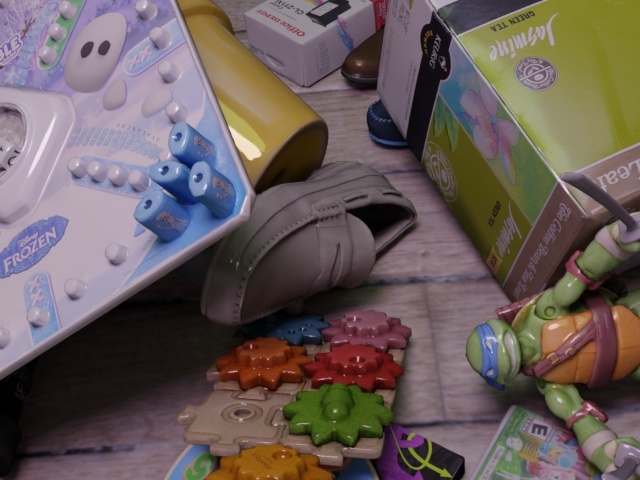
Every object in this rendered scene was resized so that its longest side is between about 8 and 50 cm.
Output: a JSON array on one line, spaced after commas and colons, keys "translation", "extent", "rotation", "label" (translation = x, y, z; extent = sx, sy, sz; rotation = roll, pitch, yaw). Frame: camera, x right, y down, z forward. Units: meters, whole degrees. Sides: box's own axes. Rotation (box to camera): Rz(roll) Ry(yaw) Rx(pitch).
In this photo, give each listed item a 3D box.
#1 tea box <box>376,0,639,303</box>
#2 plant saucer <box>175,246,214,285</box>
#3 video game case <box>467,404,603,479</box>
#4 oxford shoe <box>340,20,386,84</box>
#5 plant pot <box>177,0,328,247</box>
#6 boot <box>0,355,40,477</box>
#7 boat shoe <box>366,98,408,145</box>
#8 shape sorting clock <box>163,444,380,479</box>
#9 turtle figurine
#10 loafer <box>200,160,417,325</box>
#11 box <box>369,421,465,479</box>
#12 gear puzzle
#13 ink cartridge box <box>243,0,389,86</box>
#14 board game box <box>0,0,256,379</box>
[{"translation": [0.280, -0.152, 0.861], "extent": [0.329, 0.220, 0.323], "rotation": [-22, 64, -14], "label": "tea box"}, {"translation": [-0.089, -0.029, 0.975], "extent": [0.195, 0.037, 0.195], "rotation": [-4, 45, 4], "label": "plant saucer"}, {"translation": [0.194, 0.250, 0.671], "extent": [0.193, 0.023, 0.212], "rotation": [22, 53, 26], "label": "video game case"}, {"translation": [0.112, -0.290, 1.160], "extent": [0.227, 0.096, 0.083], "rotation": [-38, 54, -24], "label": "oxford shoe"}, {"translation": [-0.133, -0.112, 0.883], "extent": [0.239, 0.254, 0.254], "rotation": [32, 56, 14], "label": "plant pot"}, {"translation": [-0.420, 0.087, 0.838], "extent": [0.348, 0.131, 0.260], "rotation": [6, 53, -1], "label": "boot"}, {"translation": [0.174, -0.198, 1.064], "extent": [0.258, 0.089, 0.109], "rotation": [-22, 47, -13], "label": "boat shoe"}, {"translation": [-0.046, 0.232, 0.684], "extent": [0.206, 0.040, 0.206], "rotation": [-8, 57, 12], "label": "shape sorting clock"}, {"translation": [0.271, 0.085, 0.677], "extent": [0.266, 0.274, 0.198], "rotation": [-6, 65, -15], "label": "turtle figurine"}, {"translation": [0.000, 0.000, 0.832], "extent": [0.111, 0.112, 0.319], "rotation": [25, 32, 19], "label": "loafer"}, {"translation": [0.027, 0.202, 0.739], "extent": [0.162, 0.029, 0.116], "rotation": [20, 52, 27], "label": "box"}, {"translation": [-0.024, 0.120, 0.710], "extent": [0.175, 0.044, 0.339], "rotation": [2, 18, 11], "label": "gear puzzle"}, {"translation": [0.000, -0.305, 1.205], "extent": [0.175, 0.072, 0.127], "rotation": [-36, 52, -25], "label": "ink cartridge box"}, {"translation": [-0.280, -0.082, 0.730], "extent": [0.390, 0.050, 0.390], "rotation": [-32, 59, 13], "label": "board game box"}]
